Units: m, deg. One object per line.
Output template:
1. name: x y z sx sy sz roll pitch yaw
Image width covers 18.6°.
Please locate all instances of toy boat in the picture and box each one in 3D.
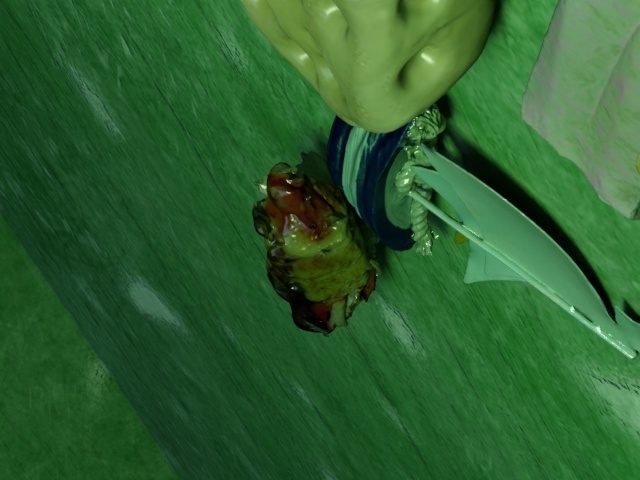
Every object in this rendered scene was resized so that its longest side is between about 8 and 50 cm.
1. toy boat: 0.123 0.002 1.422 0.291 0.067 0.220 41 161 20

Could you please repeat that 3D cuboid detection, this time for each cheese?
1. cheese: 0.012 -0.180 1.215 0.218 0.117 0.235 50 165 7

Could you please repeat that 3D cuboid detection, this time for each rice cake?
1. rice cake: 0.177 -0.106 1.061 0.106 0.050 0.298 46 163 12

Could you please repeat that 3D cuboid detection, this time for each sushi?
1. sushi: 0.001 -0.003 1.654 0.226 0.097 0.103 70 -164 -58

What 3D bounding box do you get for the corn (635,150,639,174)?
1. corn: 0.290 0.046 0.984 0.322 0.119 0.119 38 161 13
